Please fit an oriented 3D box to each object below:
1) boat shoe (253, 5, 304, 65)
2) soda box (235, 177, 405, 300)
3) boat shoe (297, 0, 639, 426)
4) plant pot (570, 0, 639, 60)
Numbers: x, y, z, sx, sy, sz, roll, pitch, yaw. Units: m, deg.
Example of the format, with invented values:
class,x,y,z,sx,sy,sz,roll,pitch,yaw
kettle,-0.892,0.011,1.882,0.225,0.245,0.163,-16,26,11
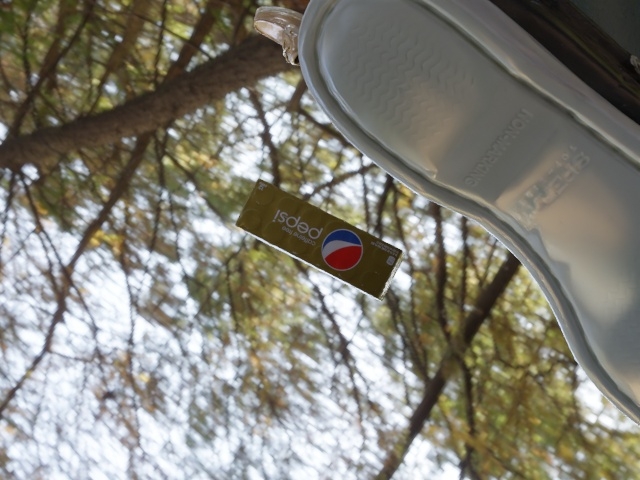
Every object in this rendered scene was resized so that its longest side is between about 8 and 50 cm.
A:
class,x,y,z,sx,sy,sz,roll,pitch,yaw
boat shoe,-0.024,-0.265,1.186,0.059,0.170,0.063,-61,-17,-13
soda box,0.000,0.000,0.972,0.061,0.181,0.058,-63,-11,-2
boat shoe,0.128,-0.020,0.376,0.114,0.302,0.091,-40,5,43
plant pot,0.285,-0.254,1.090,0.252,0.248,0.247,-26,-74,-32
